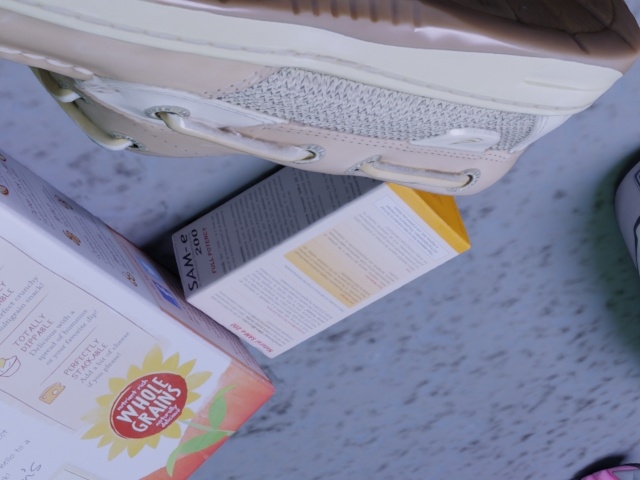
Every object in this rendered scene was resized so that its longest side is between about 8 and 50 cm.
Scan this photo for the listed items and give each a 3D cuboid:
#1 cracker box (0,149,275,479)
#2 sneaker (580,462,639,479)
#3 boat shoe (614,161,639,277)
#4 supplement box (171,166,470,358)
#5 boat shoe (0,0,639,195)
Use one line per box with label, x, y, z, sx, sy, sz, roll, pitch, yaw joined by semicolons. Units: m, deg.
cracker box;-0.144;0.046;0.565;0.156;0.067;0.232;-44;139;5
sneaker;0.163;0.159;0.886;0.057;0.047;0.119;-17;150;-38
boat shoe;0.208;0.053;0.720;0.096;0.088;0.267;-22;142;8
supplement box;0.000;0.000;0.618;0.098;0.036;0.062;-30;141;17
boat shoe;-0.041;-0.066;0.465;0.302;0.109;0.098;6;137;-35
